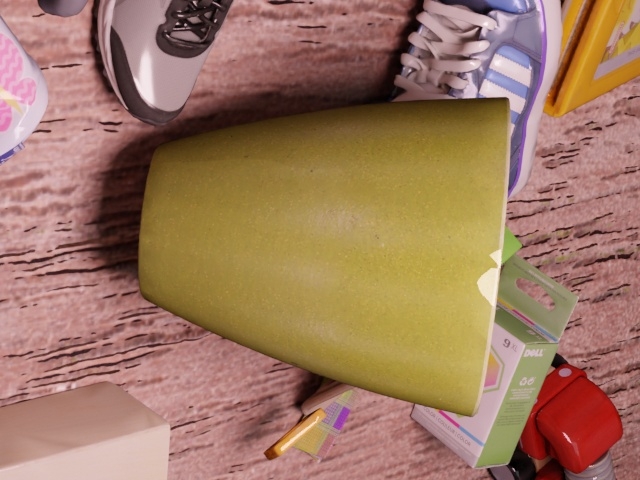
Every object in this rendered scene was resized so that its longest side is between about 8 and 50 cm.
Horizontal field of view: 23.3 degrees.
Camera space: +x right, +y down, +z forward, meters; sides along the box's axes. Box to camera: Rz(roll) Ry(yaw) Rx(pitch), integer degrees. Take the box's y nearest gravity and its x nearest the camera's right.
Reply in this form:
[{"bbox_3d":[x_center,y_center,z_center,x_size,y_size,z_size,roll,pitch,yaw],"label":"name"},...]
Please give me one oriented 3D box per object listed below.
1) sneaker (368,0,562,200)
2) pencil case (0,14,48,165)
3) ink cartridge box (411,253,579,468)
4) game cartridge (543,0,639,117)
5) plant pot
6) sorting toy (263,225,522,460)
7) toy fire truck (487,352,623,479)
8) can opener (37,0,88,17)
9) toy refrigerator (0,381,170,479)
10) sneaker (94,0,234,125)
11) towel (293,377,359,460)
[{"bbox_3d":[0.105,-0.137,1.483,0.236,0.130,0.323,-26,130,-37],"label":"sneaker"},{"bbox_3d":[-0.309,-0.169,1.111,0.124,0.113,0.273,-33,131,-2],"label":"pencil case"},{"bbox_3d":[0.184,0.127,1.671,0.062,0.109,0.209,2,115,-43],"label":"ink cartridge box"},{"bbox_3d":[0.359,-0.289,1.607,0.324,0.053,0.285,-25,143,-44],"label":"game cartridge"},{"bbox_3d":[0.000,0.000,1.334,0.293,0.275,0.275,6,111,3],"label":"plant pot"},{"bbox_3d":[0.066,0.090,1.546,0.348,0.196,0.047,-39,88,-29],"label":"sorting toy"},{"bbox_3d":[0.297,0.276,1.760,0.158,0.246,0.217,-34,129,-27],"label":"toy fire truck"},{"bbox_3d":[-0.189,-0.313,1.173,0.074,0.093,0.280,-16,114,-49],"label":"can opener"},{"bbox_3d":[-0.269,0.207,1.324,0.269,0.102,0.094,-12,116,-39],"label":"toy refrigerator"},{"bbox_3d":[-0.105,-0.223,1.275,0.100,0.108,0.271,6,106,-45],"label":"sneaker"},{"bbox_3d":[0.003,0.187,1.624,0.060,0.009,0.083,31,86,-44],"label":"towel"}]
